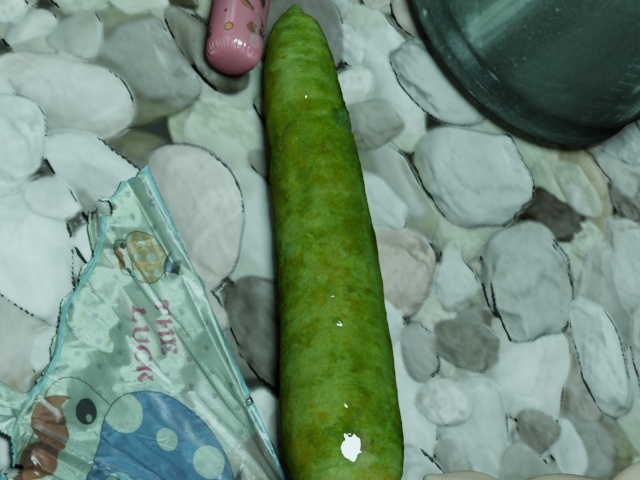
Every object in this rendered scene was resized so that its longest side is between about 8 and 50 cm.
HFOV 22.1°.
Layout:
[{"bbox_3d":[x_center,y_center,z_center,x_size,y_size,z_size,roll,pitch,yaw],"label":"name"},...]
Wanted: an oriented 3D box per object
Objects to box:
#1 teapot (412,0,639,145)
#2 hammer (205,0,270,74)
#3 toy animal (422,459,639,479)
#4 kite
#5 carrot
[{"bbox_3d":[0.252,-0.206,1.219,0.322,0.239,0.239,22,56,-27],"label":"teapot"},{"bbox_3d":[-0.054,-0.149,1.097,0.043,0.043,0.083,22,54,-25],"label":"hammer"},{"bbox_3d":[0.155,0.252,0.953,0.166,0.154,0.250,5,60,-25],"label":"toy animal"},{"bbox_3d":[-0.133,0.119,0.908,0.368,0.014,0.406,33,51,-18],"label":"kite"},{"bbox_3d":[0.000,0.000,1.038,0.074,0.074,0.358,12,56,-31],"label":"carrot"}]
